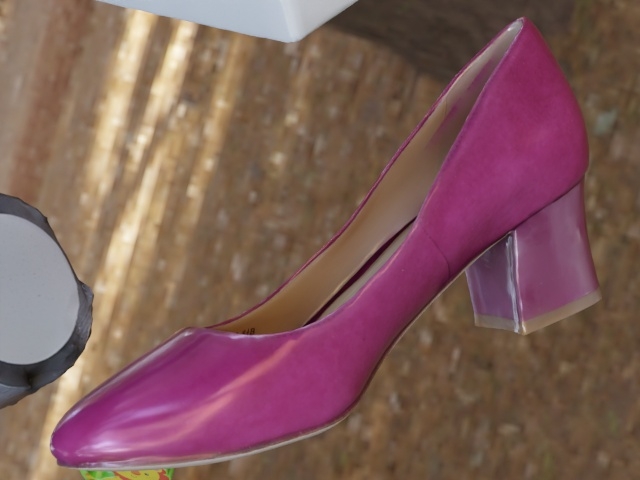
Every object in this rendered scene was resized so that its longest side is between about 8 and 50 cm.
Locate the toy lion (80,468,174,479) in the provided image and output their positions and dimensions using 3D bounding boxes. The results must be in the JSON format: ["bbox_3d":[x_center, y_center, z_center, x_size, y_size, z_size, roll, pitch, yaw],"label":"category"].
[{"bbox_3d":[-0.189,0.220,1.587,0.096,0.100,0.034,77,-155,-54],"label":"toy lion"}]

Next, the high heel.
[{"bbox_3d":[0.000,0.000,0.932,0.127,0.377,0.181,1,108,54],"label":"high heel"}]

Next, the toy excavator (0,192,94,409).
[{"bbox_3d":[-0.385,-0.033,0.752,0.222,0.445,0.433,-25,88,41],"label":"toy excavator"}]

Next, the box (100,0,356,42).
[{"bbox_3d":[0.026,-0.268,0.700,0.168,0.345,0.215,19,137,45],"label":"box"}]
